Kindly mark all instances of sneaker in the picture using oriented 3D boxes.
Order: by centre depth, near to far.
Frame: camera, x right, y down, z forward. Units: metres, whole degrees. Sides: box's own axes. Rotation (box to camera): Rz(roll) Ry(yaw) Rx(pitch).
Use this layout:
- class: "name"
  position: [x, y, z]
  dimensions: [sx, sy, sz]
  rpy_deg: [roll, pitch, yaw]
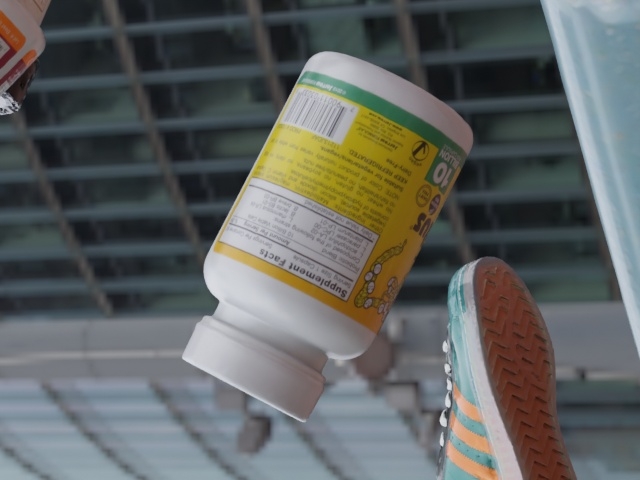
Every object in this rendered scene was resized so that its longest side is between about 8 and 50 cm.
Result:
- class: "sneaker"
  position: [0.149, 0.170, 1.735]
  dimensions: [0.108, 0.121, 0.302]
  rpy_deg: [-11, -93, -48]

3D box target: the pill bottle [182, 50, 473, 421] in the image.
- class: "pill bottle"
  position: [0.000, 0.000, 1.182]
  dimensions: [0.208, 0.117, 0.117]
  rpy_deg: [-63, -25, -6]

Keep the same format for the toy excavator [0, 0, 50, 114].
- class: "toy excavator"
  position: [-0.428, -0.280, 1.733]
  dimensions: [0.433, 0.445, 0.222]
  rpy_deg: [59, -130, -72]

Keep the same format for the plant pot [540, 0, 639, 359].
- class: "plant pot"
  position: [0.203, -0.024, 0.460]
  dimensions: [0.248, 0.247, 0.252]
  rpy_deg: [-72, -26, -49]

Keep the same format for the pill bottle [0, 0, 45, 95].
- class: "pill bottle"
  position: [-0.315, -0.107, 1.392]
  dimensions: [0.221, 0.121, 0.121]
  rpy_deg: [-47, -34, -8]
